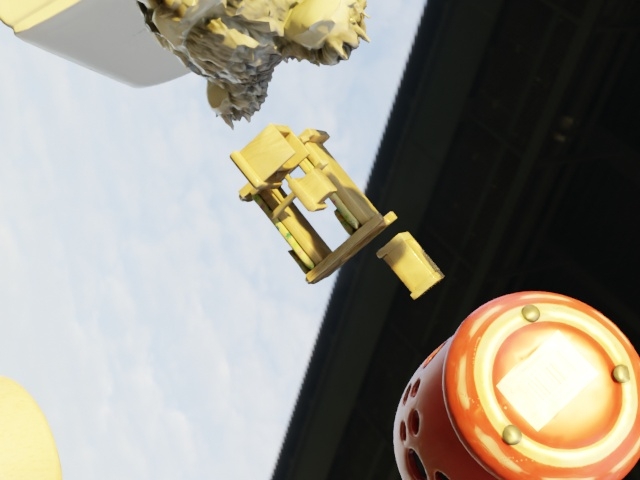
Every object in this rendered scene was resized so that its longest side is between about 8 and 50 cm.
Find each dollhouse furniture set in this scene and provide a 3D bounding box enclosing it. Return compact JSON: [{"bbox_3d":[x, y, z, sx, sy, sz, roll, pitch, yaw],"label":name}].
[{"bbox_3d":[0.000,0.000,0.889,0.101,0.161,0.182,-41,-100,16],"label":"dollhouse furniture set"}]

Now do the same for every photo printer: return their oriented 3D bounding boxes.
[{"bbox_3d":[-0.196,-0.292,1.209,0.256,0.307,0.107,-24,-105,19],"label":"photo printer"}]

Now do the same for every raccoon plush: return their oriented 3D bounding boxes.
[{"bbox_3d":[0.022,-0.283,0.686,0.299,0.446,0.216,61,-19,-1],"label":"raccoon plush"}]

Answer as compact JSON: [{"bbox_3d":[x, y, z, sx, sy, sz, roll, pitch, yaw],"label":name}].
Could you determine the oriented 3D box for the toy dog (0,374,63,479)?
[{"bbox_3d":[-0.250,0.018,0.444,0.334,0.220,0.161,27,-67,18],"label":"toy dog"}]

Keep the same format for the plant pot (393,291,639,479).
[{"bbox_3d":[0.171,0.150,0.838,0.174,0.191,0.191,110,-42,-63],"label":"plant pot"}]
